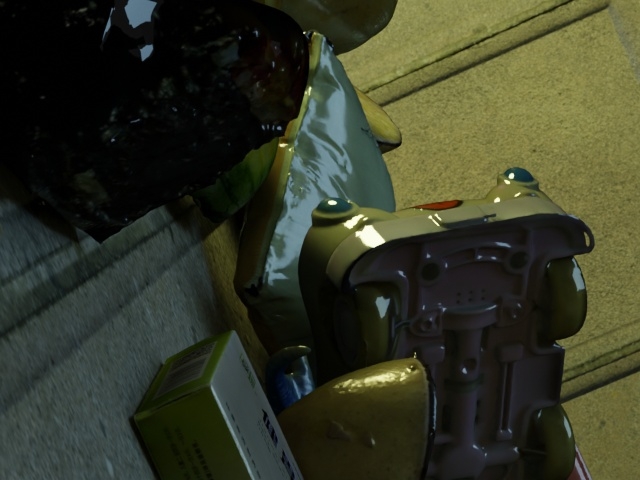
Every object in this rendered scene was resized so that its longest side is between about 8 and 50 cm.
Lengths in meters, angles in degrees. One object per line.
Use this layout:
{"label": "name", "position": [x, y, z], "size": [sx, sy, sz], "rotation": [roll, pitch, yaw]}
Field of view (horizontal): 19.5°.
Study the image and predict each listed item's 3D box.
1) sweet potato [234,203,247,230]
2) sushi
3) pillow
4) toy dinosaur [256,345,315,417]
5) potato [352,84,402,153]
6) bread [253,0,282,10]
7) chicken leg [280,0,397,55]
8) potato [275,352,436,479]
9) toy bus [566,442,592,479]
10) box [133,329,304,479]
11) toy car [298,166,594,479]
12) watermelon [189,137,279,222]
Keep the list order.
{"label": "sweet potato", "position": [-0.010, 0.014, 2.118], "size": [0.385, 0.109, 0.109], "rotation": [58, 11, -57]}
{"label": "sushi", "position": [-0.115, -0.129, 1.209], "size": [0.227, 0.212, 0.215], "rotation": [60, 8, -53]}
{"label": "pillow", "position": [0.000, 0.000, 1.869], "size": [0.312, 0.119, 0.310], "rotation": [62, 33, -55]}
{"label": "toy dinosaur", "position": [-0.005, 0.190, 1.581], "size": [0.248, 0.075, 0.188], "rotation": [97, -30, -67]}
{"label": "potato", "position": [-0.053, -0.149, 2.056], "size": [0.299, 0.116, 0.239], "rotation": [25, 14, -29]}
{"label": "bread", "position": [-0.142, -0.279, 1.528], "size": [0.333, 0.160, 0.333], "rotation": [46, 14, -15]}
{"label": "chicken leg", "position": [-0.088, -0.297, 1.894], "size": [0.429, 0.201, 0.153], "rotation": [22, 77, -45]}
{"label": "potato", "position": [0.005, 0.177, 1.447], "size": [0.202, 0.117, 0.182], "rotation": [120, -22, -54]}
{"label": "toy bus", "position": [0.190, 0.309, 1.975], "size": [0.203, 0.233, 0.427], "rotation": [100, -32, -72]}
{"label": "box", "position": [-0.041, 0.205, 1.302], "size": [0.175, 0.062, 0.260], "rotation": [-73, 139, -81]}
{"label": "toy car", "position": [0.098, 0.097, 1.729], "size": [0.226, 0.242, 0.336], "rotation": [-130, -146, -58]}
{"label": "watermelon", "position": [-0.111, -0.138, 1.706], "size": [0.232, 0.127, 0.204], "rotation": [61, 10, -3]}
